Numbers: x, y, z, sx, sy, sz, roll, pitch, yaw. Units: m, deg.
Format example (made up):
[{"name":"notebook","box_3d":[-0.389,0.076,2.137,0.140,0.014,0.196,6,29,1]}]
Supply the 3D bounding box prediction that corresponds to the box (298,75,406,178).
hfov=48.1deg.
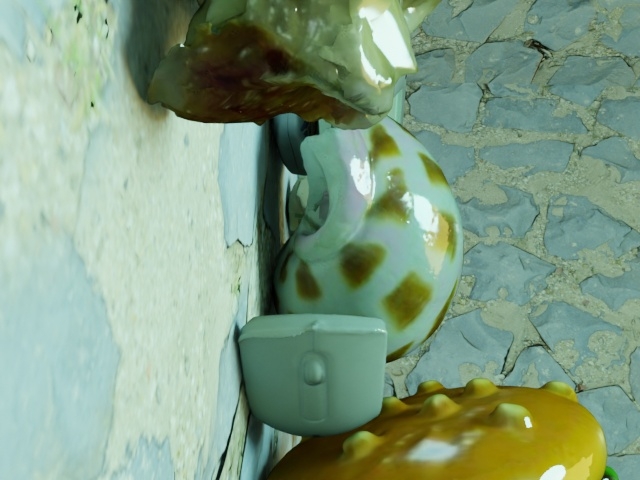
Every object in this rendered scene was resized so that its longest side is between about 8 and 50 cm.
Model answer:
[{"name":"box","box_3d":[0.056,-0.156,1.108,0.225,0.117,0.225,-54,148,-61]}]

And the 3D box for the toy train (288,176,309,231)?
[{"name":"toy train","box_3d":[0.021,-0.015,0.974,0.194,0.125,0.081,92,9,-60]}]

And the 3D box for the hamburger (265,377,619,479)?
[{"name":"hamburger","box_3d":[0.119,0.301,0.747,0.396,0.395,0.277,19,57,-86]}]

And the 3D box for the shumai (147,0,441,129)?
[{"name":"shumai","box_3d":[0.001,-0.127,0.344,0.209,0.161,0.153,122,-28,-60]}]

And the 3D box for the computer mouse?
[{"name":"computer mouse","box_3d":[-0.004,0.128,0.649,0.231,0.128,0.079,83,4,-63]}]

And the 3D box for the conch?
[{"name":"conch","box_3d":[0.050,0.015,0.788,0.368,0.197,0.249,111,-16,-60]}]

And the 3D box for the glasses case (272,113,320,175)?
[{"name":"glasses case","box_3d":[-0.025,-0.123,0.781,0.178,0.045,0.067,73,22,-78]}]
